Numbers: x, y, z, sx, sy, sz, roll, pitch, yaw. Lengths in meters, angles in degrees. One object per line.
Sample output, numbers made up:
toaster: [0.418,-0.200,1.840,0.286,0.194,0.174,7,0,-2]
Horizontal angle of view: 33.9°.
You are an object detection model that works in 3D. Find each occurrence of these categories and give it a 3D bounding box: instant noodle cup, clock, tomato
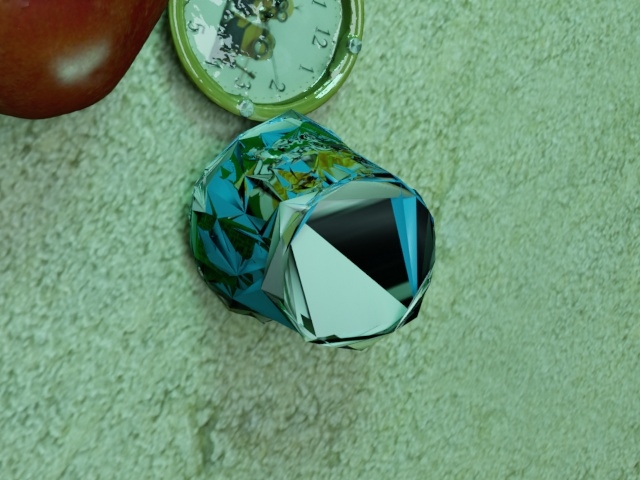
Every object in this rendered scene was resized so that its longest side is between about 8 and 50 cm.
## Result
instant noodle cup: [0.000,0.000,1.097,0.240,0.178,0.240,-9,109,-28]
clock: [-0.063,-0.246,1.140,0.237,0.057,0.237,-3,97,-28]
tomato: [-0.283,-0.263,0.885,0.325,0.289,0.293,40,71,-32]
